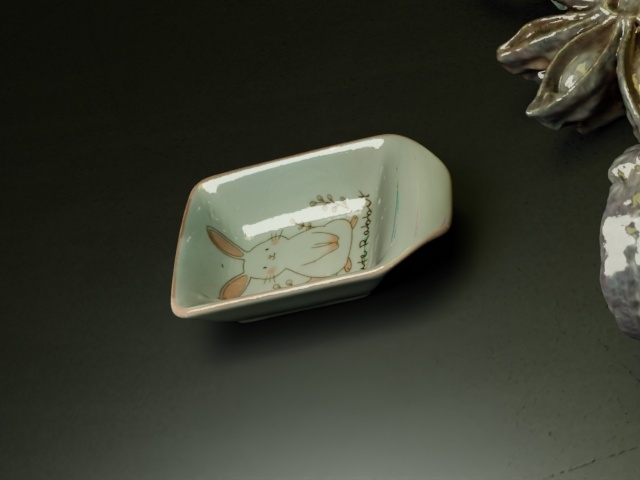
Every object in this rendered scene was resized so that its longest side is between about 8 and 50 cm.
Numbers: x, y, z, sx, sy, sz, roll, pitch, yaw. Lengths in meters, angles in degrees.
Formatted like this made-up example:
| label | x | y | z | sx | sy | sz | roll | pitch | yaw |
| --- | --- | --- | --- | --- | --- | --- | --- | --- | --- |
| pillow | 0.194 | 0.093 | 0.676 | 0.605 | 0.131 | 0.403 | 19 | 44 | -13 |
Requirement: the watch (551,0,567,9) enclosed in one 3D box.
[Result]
| label | x | y | z | sx | sy | sz | roll | pitch | yaw |
| --- | --- | --- | --- | --- | --- | --- | --- | --- | --- |
| watch | 0.217 | -0.336 | 1.410 | 0.253 | 0.161 | 0.241 | -37 | 49 | -6 |

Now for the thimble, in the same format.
| label | x | y | z | sx | sy | sz | roll | pitch | yaw |
| --- | --- | --- | --- | --- | --- | --- | --- | --- | --- |
| thimble | 0.258 | 0.001 | 1.055 | 0.098 | 0.150 | 0.150 | 2 | 51 | 35 |

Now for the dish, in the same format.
| label | x | y | z | sx | sy | sz | roll | pitch | yaw |
| --- | --- | --- | --- | --- | --- | --- | --- | --- | --- |
| dish | 0.000 | 0.000 | 1.266 | 0.234 | 0.064 | 0.154 | -13 | 45 | 20 |

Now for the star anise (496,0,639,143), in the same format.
| label | x | y | z | sx | sy | sz | roll | pitch | yaw |
| --- | --- | --- | --- | --- | --- | --- | --- | --- | --- |
| star anise | 0.261 | -0.178 | 1.257 | 0.236 | 0.109 | 0.223 | 13 | 82 | 28 |
